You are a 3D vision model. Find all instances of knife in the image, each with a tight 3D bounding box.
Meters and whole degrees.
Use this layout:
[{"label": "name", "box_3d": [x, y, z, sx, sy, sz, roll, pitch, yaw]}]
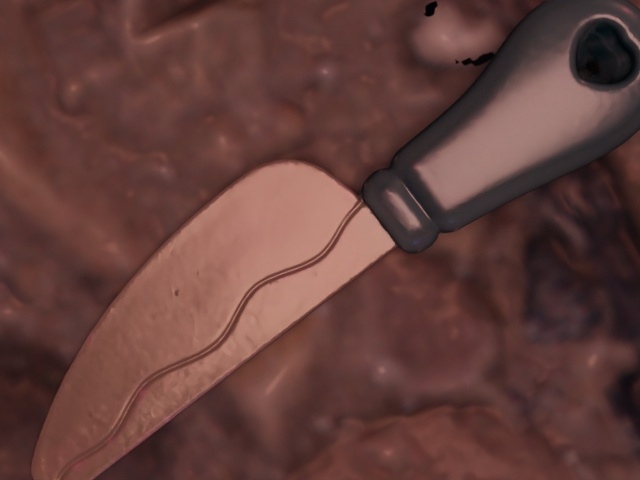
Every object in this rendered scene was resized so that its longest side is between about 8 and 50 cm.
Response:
[{"label": "knife", "box_3d": [-0.001, -0.002, 0.329, 0.244, 0.032, 0.058, -32, 94, 3]}]
